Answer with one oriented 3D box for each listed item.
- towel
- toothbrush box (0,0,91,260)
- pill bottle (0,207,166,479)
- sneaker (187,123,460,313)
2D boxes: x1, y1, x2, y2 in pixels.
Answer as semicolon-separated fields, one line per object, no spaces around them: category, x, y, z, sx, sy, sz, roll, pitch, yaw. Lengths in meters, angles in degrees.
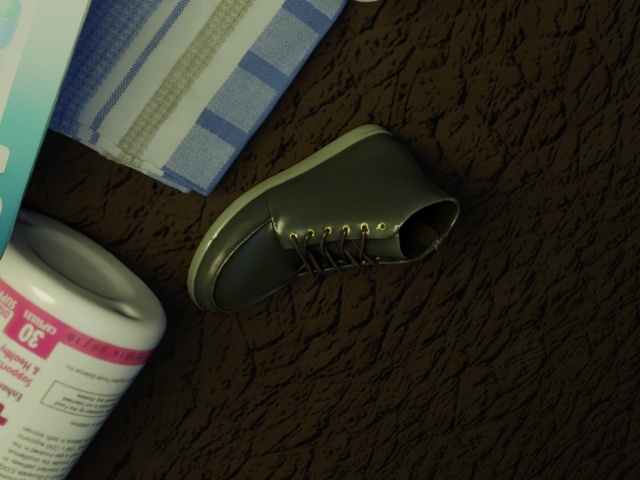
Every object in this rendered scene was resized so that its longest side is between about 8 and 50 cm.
towel;-0.124;-0.157;1.070;0.285;0.034;0.209;28;102;-47
toothbrush box;-0.255;-0.156;0.870;0.216;0.126;0.295;10;116;-28
pill bottle;-0.252;0.129;1.094;0.160;0.160;0.283;24;105;-46
sneaker;0.000;0.000;1.226;0.222;0.118;0.083;-39;138;-8
